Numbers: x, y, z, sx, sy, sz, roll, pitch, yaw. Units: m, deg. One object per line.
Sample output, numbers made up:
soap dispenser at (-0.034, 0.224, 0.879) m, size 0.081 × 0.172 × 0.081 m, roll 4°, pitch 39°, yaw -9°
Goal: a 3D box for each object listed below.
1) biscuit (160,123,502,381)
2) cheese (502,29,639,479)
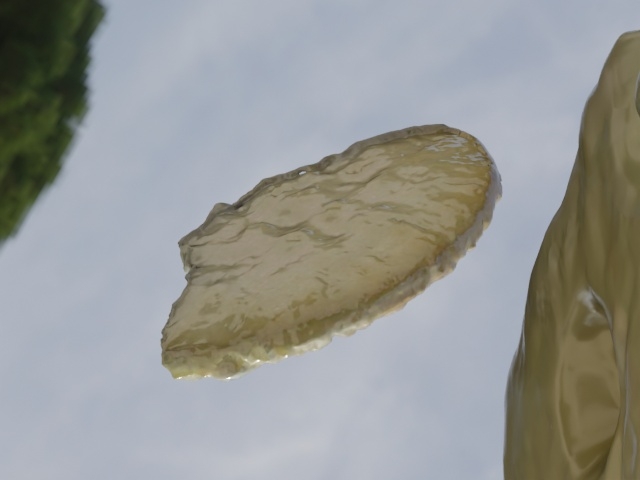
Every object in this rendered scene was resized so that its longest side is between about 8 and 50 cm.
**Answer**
biscuit at (0.000, 0.000, 1.089) m, size 0.188 × 0.040 × 0.265 m, roll 4°, pitch -148°, yaw 39°
cheese at (0.136, 0.080, 0.593) m, size 0.326 × 0.115 × 0.318 m, roll -136°, pitch -136°, yaw -77°
